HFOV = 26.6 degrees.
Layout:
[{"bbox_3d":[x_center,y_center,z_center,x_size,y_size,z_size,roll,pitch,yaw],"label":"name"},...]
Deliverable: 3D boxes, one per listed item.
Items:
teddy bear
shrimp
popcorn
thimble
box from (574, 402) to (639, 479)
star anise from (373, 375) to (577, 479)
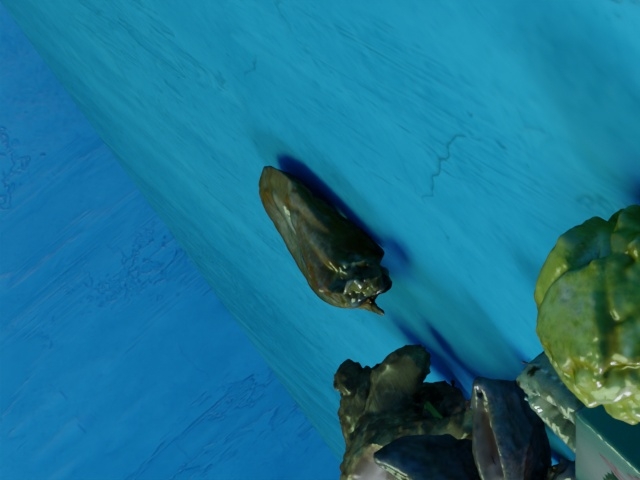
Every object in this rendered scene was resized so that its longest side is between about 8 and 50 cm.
[{"bbox_3d":[0.138,0.217,1.442,0.296,0.222,0.246,-18,113,32],"label":"teddy bear"},{"bbox_3d":[0.000,0.000,1.390,0.168,0.077,0.317,55,172,-14],"label":"shrimp"},{"bbox_3d":[0.169,0.035,0.709,0.116,0.120,0.106,19,118,22],"label":"popcorn"},{"bbox_3d":[0.197,0.117,0.978,0.110,0.062,0.084,45,168,23],"label":"thimble"},{"bbox_3d":[0.268,0.178,0.807,0.245,0.092,0.153,45,169,26],"label":"box"},{"bbox_3d":[0.176,0.236,1.235,0.198,0.110,0.257,-25,108,40],"label":"star anise"}]
